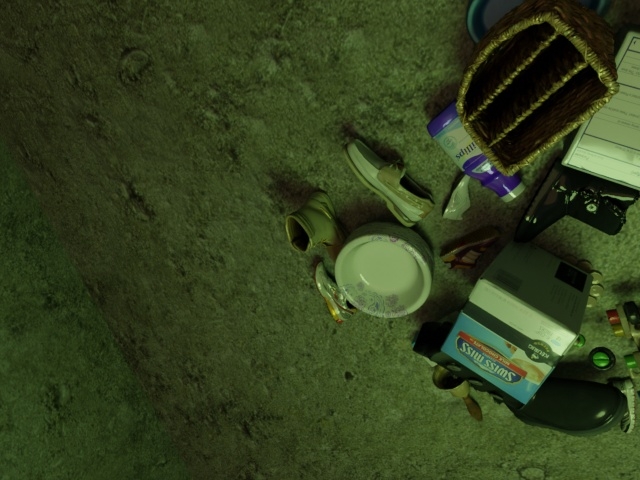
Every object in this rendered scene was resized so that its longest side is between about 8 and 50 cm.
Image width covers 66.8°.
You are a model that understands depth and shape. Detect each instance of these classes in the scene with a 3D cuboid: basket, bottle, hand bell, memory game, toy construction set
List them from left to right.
[{"bbox_3d":[0.476,0.514,1.590,0.126,0.126,0.242,-18,118,34],"label":"hand bell"},{"bbox_3d":[0.396,-0.220,1.216,0.283,0.092,0.118,48,121,-3],"label":"bottle"},{"bbox_3d":[0.416,-0.325,0.999,0.213,0.223,0.299,29,146,-11],"label":"basket"},{"bbox_3d":[0.664,0.122,1.317,0.186,0.012,0.186,12,122,21],"label":"memory game"},{"bbox_3d":[0.851,0.250,1.211,0.309,0.237,0.257,-49,58,21],"label":"toy construction set"}]

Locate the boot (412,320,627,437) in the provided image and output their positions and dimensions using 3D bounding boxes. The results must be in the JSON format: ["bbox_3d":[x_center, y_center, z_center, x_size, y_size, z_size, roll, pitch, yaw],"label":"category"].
[{"bbox_3d":[0.525,0.359,1.333,0.445,0.146,0.367,37,148,-9],"label":"boot"}]

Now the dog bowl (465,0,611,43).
[{"bbox_3d":[0.458,-0.499,1.043,0.297,0.074,0.166,-2,115,29],"label":"dog bowl"}]

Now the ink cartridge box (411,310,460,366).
[{"bbox_3d":[0.391,0.311,1.532,0.104,0.061,0.181,46,127,-2],"label":"ink cartridge box"}]

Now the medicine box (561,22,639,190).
[{"bbox_3d":[0.694,-0.260,1.004,0.263,0.149,0.289,23,125,15],"label":"medicine box"}]

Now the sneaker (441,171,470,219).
[{"bbox_3d":[0.380,-0.121,1.313,0.061,0.054,0.152,16,127,3],"label":"sneaker"}]

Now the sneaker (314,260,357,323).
[{"bbox_3d":[0.050,0.163,1.628,0.092,0.088,0.225,-25,104,14],"label":"sneaker"}]

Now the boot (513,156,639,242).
[{"bbox_3d":[0.619,-0.058,1.188,0.207,0.094,0.247,29,120,15],"label":"boot"}]

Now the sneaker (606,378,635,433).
[{"bbox_3d":[0.850,0.468,1.381,0.074,0.063,0.170,-3,110,28],"label":"sneaker"}]

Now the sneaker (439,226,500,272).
[{"bbox_3d":[0.430,0.029,1.360,0.185,0.069,0.084,-28,110,42],"label":"sneaker"}]

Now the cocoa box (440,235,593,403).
[{"bbox_3d":[0.493,0.178,1.203,0.231,0.347,0.228,32,122,21],"label":"cocoa box"}]

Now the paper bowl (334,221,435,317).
[{"bbox_3d":[0.194,0.075,1.440,0.284,0.148,0.284,10,122,16],"label":"paper bowl"}]

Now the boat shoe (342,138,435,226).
[{"bbox_3d":[0.193,-0.177,1.344,0.302,0.113,0.103,43,127,-13],"label":"boat shoe"}]

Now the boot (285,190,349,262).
[{"bbox_3d":[0.000,0.000,1.475,0.095,0.203,0.262,-13,110,32],"label":"boot"}]
